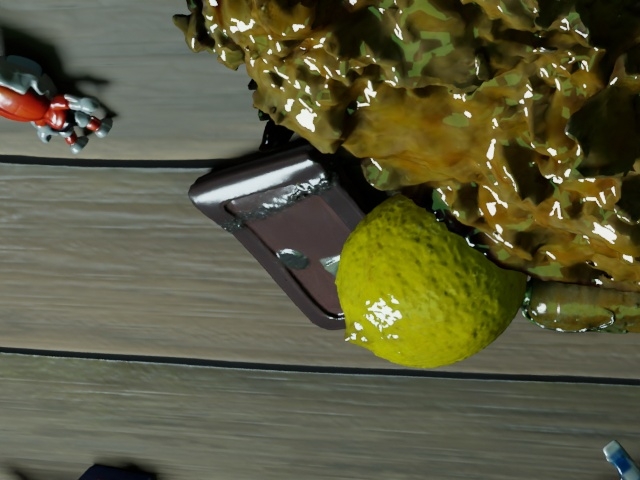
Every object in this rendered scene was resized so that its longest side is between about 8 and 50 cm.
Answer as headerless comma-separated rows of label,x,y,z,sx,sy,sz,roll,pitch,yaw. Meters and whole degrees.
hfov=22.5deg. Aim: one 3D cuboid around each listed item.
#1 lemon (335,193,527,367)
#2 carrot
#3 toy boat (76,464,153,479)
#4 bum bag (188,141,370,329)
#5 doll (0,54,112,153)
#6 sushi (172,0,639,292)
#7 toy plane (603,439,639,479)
lemon,0.069,0.020,0.968,0.133,0.109,0.109,-37,119,7
carrot,0.244,0.037,0.966,0.254,0.049,0.049,2,136,15
toy boat,-0.185,0.236,1.327,0.223,0.100,0.097,7,113,17
bum bag,0.000,0.000,1.047,0.109,0.026,0.159,-13,134,34
doll,-0.186,-0.093,1.011,0.114,0.039,0.057,30,173,-29
sushi,0.058,-0.110,0.765,0.234,0.207,0.348,-30,121,35
toy plane,0.300,0.222,1.131,0.273,0.107,0.182,1,98,-14
